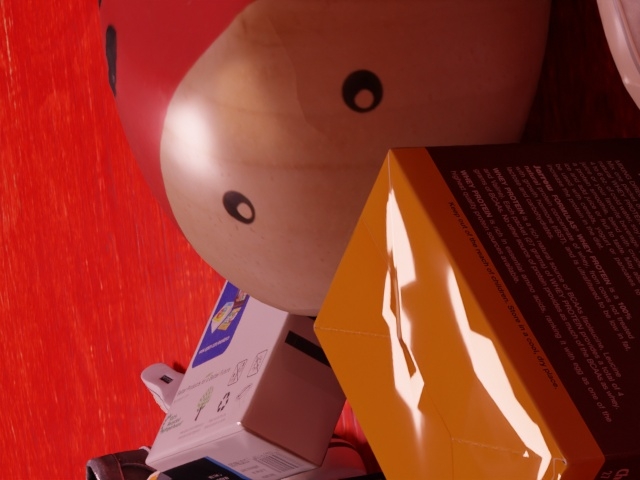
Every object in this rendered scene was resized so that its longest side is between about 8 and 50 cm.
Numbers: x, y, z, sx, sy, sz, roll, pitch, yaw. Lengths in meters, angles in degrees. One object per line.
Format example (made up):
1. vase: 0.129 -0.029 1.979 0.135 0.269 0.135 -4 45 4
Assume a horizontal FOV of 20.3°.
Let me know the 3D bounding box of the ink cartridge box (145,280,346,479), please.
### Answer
1. ink cartridge box: 0.000 0.000 1.158 0.165 0.065 0.333 -30 35 62

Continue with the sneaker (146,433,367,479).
1. sneaker: -0.067 0.202 1.363 0.127 0.126 0.321 65 149 23

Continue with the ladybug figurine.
1. ladybug figurine: -0.021 -0.155 1.056 0.305 0.162 0.449 -46 36 22

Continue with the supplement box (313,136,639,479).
1. supplement box: 0.133 0.061 0.863 0.191 0.194 0.129 63 145 37

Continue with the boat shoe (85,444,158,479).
1. boat shoe: -0.166 0.338 1.608 0.108 0.102 0.301 7 101 63

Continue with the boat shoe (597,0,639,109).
1. boat shoe: 0.175 -0.124 0.854 0.063 0.066 0.184 -5 108 58

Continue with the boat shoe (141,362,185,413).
1. boat shoe: -0.127 0.140 1.580 0.100 0.035 0.035 24 143 56

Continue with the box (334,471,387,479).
1. box: 0.036 0.290 0.989 0.395 0.293 0.212 16 109 62
